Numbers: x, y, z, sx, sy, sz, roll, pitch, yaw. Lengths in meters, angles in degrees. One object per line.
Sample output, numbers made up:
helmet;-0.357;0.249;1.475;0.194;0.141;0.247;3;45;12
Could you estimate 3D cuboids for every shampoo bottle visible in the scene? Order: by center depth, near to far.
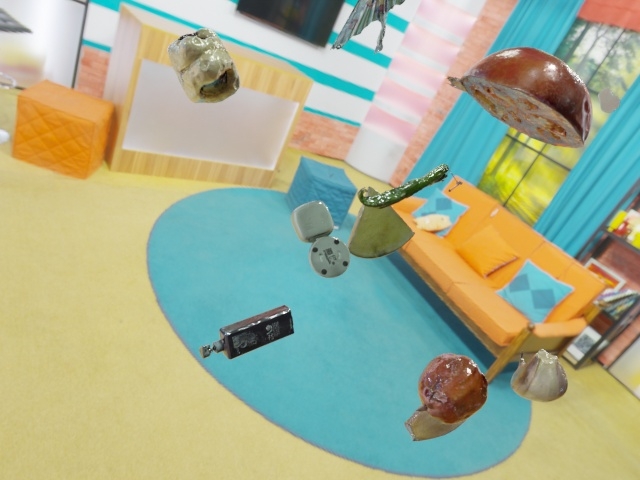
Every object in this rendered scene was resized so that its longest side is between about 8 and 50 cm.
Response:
shampoo bottle;-0.233;0.302;1.417;0.309;0.098;0.071;-16;25;-29

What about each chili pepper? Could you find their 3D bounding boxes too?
chili pepper;0.281;-0.175;1.472;0.359;0.085;0.076;-21;67;-25

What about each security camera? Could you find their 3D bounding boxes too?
security camera;0.000;0.000;1.652;0.157;0.080;0.301;-21;79;-18

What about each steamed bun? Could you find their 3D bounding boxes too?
steamed bun;-0.273;-0.409;1.027;0.172;0.141;0.155;62;-3;-14

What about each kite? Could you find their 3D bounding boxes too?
kite;0.134;-0.515;0.955;0.013;0.323;0.267;21;66;-36

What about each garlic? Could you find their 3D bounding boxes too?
garlic;0.562;0.370;1.175;0.128;0.115;0.206;57;-6;16
garlic;0.463;0.653;1.683;0.318;0.112;0.143;-32;60;-13

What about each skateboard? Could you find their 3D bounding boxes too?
skateboard;0.495;-0.234;1.696;0.083;0.064;0.032;57;-11;-7

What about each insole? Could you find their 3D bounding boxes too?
insole;0.854;-0.417;1.317;0.002;0.053;0.152;36;43;-13

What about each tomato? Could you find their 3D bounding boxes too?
tomato;0.531;-0.364;1.088;0.338;0.143;0.338;30;12;-7

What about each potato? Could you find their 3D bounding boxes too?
potato;0.195;-0.036;1.793;0.269;0.255;0.112;47;-11;3

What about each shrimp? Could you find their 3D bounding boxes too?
shrimp;0.461;-0.493;1.350;0.162;0.095;0.045;34;8;36

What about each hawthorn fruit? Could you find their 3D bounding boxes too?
hawthorn fruit;0.342;0.387;1.153;0.173;0.173;0.179;28;46;4
